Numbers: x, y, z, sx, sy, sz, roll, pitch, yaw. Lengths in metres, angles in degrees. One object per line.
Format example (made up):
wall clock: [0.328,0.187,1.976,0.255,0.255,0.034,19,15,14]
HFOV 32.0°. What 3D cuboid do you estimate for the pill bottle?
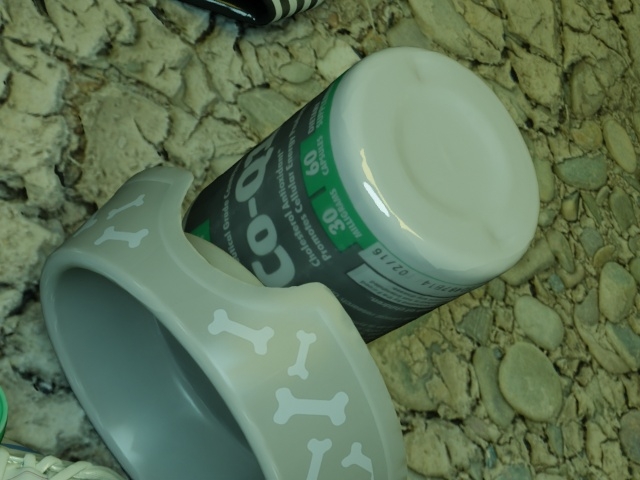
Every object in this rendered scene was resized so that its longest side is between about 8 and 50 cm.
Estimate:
pill bottle: [0.000,0.000,0.986,0.204,0.361,0.204,18,58,-30]

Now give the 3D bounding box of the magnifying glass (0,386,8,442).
magnifying glass: [-0.297,0.088,0.874,0.092,0.026,0.231,1,37,-21]

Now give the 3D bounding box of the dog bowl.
dog bowl: [-0.093,0.116,0.885,0.102,0.349,0.348,-34,90,-31]

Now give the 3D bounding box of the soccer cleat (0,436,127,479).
soccer cleat: [-0.235,0.194,0.855,0.331,0.143,0.116,27,54,-24]

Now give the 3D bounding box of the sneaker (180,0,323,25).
sneaker: [-0.139,-0.440,1.237,0.447,0.169,0.257,55,45,-5]
